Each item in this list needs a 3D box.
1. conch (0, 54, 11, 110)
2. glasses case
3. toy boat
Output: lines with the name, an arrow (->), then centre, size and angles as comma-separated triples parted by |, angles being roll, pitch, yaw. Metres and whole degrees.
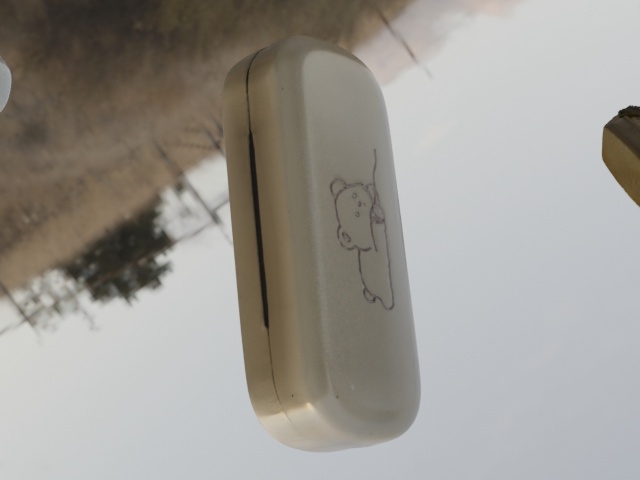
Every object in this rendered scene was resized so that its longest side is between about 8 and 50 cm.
conch -> -0.384, -0.167, 1.360 | 0.104, 0.094, 0.176 | -13, 179, 9
glasses case -> 0.000, 0.000, 0.623 | 0.050, 0.196, 0.083 | -21, 159, 38
toy boat -> 0.296, -0.065, 1.128 | 0.077, 0.057, 0.200 | -6, -154, -6
